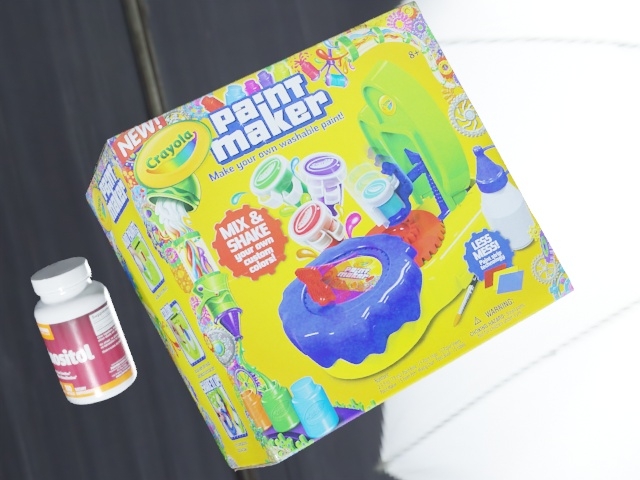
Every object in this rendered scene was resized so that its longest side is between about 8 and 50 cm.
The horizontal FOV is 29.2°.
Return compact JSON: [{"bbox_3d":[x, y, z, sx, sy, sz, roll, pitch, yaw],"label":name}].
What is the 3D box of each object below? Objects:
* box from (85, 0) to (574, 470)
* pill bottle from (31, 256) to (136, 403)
[{"bbox_3d":[0.000,0.000,1.039,0.290,0.279,0.177,-28,177,-20],"label":"box"},{"bbox_3d":[-0.270,0.100,1.385,0.086,0.152,0.086,-16,-164,5],"label":"pill bottle"}]
